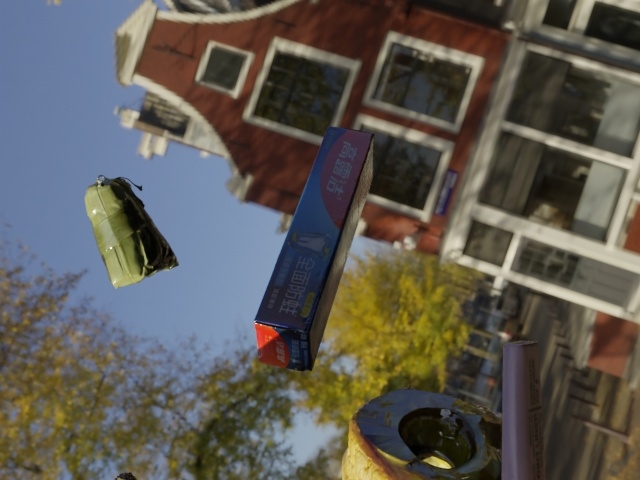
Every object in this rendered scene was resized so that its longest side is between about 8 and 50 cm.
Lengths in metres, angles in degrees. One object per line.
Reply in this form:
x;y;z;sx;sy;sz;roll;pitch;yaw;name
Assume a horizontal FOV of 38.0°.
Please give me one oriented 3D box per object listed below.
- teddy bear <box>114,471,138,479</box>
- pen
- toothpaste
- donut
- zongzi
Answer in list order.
-0.228;0.367;1.162;0.078;0.119;0.160;-5;-56;-49;teddy bear
0.193;0.196;0.888;0.053;0.032;0.197;-1;-90;-53;pen
0.000;0.000;1.083;0.076;0.066;0.320;89;-166;-47;toothpaste
0.198;0.380;1.595;0.330;0.329;0.160;-53;-25;-60;donut
-0.184;-0.015;0.926;0.119;0.055;0.109;-29;-79;-74;zongzi
